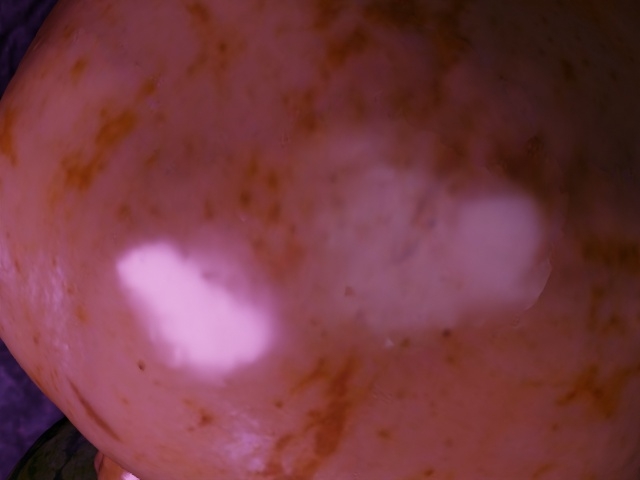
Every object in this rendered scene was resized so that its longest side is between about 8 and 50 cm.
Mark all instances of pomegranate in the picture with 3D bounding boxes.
[{"bbox_3d":[0.000,0.000,0.718,0.342,0.342,0.343,-5,107,-16],"label":"pomegranate"}]

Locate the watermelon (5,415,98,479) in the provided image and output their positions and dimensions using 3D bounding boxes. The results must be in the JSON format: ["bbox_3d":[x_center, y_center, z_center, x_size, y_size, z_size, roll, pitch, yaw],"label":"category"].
[{"bbox_3d":[-0.069,0.177,0.841,0.204,0.127,0.232,12,97,-17],"label":"watermelon"}]
